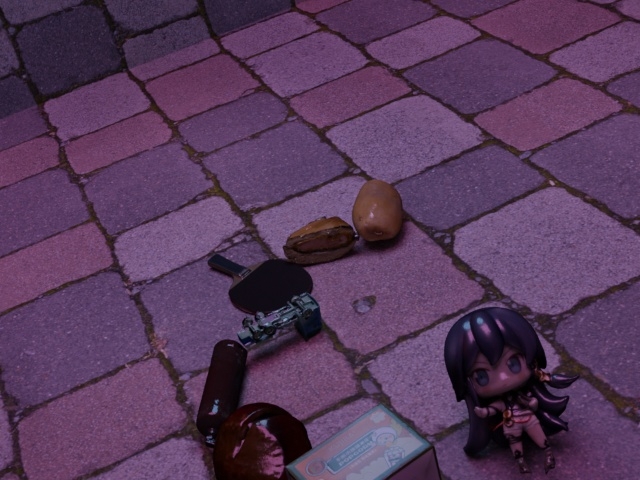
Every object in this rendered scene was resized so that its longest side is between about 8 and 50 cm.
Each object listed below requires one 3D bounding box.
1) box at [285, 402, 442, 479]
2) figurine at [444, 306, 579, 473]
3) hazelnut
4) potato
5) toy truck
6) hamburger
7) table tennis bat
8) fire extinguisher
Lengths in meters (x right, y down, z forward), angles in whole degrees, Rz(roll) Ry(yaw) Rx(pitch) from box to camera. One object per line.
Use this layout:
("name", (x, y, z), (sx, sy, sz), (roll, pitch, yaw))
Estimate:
("box", (0.074, 0.392, 1.500), (0.195, 0.178, 0.148), (-30, 35, -21))
("figurine", (0.303, 0.241, 1.594), (0.175, 0.265, 0.197), (-11, 4, -17))
("hazelnut", (-0.085, 0.376, 1.619), (0.178, 0.178, 0.204), (-35, 43, -26))
("potato", (0.132, -0.067, 2.201), (0.118, 0.109, 0.178), (17, 41, -2))
("toy truck", (-0.081, 0.179, 1.957), (0.175, 0.081, 0.067), (-24, 34, -17))
("hamburger", (0.005, -0.004, 2.198), (0.176, 0.087, 0.102), (-17, 22, 9))
("table tennis bat", (-0.149, 0.089, 2.172), (0.301, 0.022, 0.173), (20, 48, 40))
("fire extinguisher", (-0.182, 0.301, 1.834), (0.089, 0.072, 0.268), (2, 35, 4))
